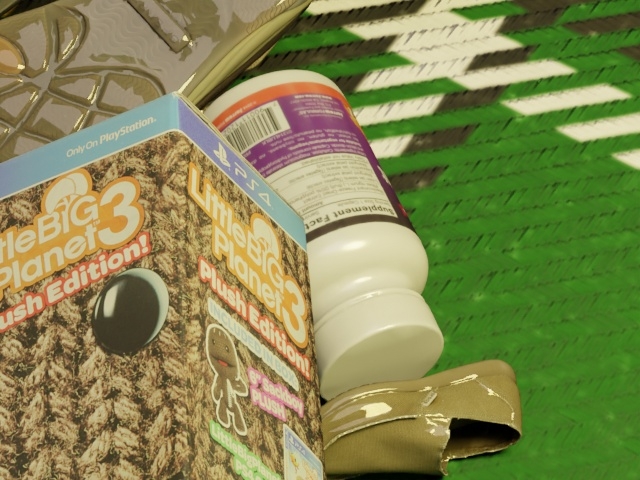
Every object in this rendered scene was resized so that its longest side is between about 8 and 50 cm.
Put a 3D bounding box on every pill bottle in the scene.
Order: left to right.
[{"bbox_3d":[0.000,0.000,1.182,0.108,0.108,0.193,-17,57,-13],"label":"pill bottle"}]

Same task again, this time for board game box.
[{"bbox_3d":[-0.131,0.107,1.029,0.232,0.141,0.291,-21,51,20],"label":"board game box"}]

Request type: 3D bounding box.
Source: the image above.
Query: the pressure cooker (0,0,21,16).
[{"bbox_3d":[-0.326,-0.266,1.210,0.420,0.375,0.370,-40,55,-20],"label":"pressure cooker"}]

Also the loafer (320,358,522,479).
[{"bbox_3d":[0.053,0.110,1.135,0.148,0.056,0.050,-19,50,-13],"label":"loafer"}]

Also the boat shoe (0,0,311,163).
[{"bbox_3d":[-0.131,-0.092,1.237,0.355,0.130,0.132,-36,77,-8],"label":"boat shoe"}]
